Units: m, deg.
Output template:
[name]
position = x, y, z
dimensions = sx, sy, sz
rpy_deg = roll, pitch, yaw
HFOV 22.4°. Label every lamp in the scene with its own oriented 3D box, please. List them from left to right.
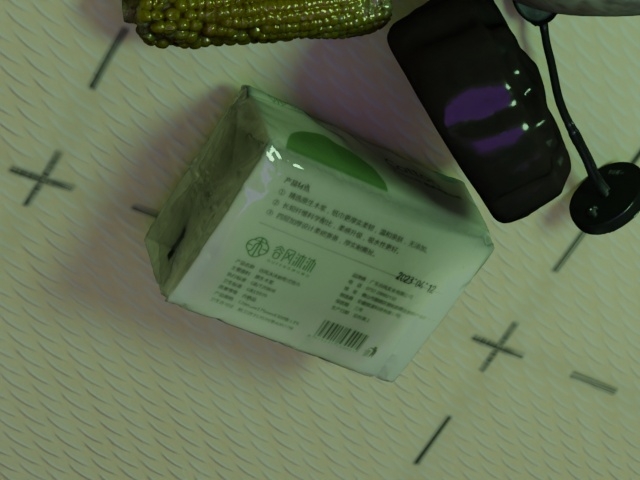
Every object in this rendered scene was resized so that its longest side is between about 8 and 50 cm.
[lamp]
position = 0.328, -0.190, 2.080
dimensions = 0.108, 0.130, 0.371
rpy_deg = -42, 117, -39

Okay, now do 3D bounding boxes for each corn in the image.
[corn]
position = -0.075, -0.273, 1.897
dimensions = 0.320, 0.097, 0.097
rpy_deg = -3, 123, -13

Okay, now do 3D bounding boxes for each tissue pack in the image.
[tissue pack]
position = -0.001, -0.001, 2.033
dimensions = 0.357, 0.194, 0.266
rpy_deg = 23, 114, -28

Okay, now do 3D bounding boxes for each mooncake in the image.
[mooncake]
position = 0.201, -0.165, 1.927
dimensions = 0.141, 0.283, 0.283
rpy_deg = -29, 125, 9

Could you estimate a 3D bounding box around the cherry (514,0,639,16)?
[cherry]
position = 0.345, -0.377, 1.788
dimensions = 0.335, 0.326, 0.291
rpy_deg = -28, 116, 5
